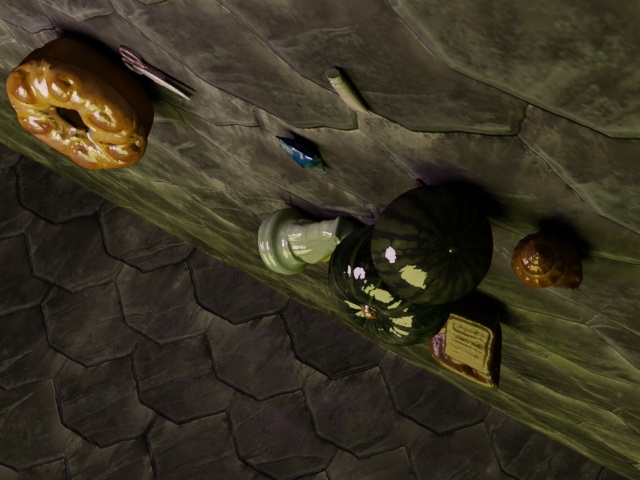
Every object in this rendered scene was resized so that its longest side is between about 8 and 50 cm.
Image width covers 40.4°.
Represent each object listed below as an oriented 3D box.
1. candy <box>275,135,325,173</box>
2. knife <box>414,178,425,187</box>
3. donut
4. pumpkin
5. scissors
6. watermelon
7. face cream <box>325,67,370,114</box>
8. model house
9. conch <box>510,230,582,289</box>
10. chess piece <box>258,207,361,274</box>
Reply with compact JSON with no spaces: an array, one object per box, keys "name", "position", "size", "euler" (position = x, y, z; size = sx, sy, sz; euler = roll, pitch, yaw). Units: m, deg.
[{"name":"candy","position":[-0.037,-0.166,1.711],"size":[0.088,0.038,0.136],"euler":[30,178,16]},{"name":"knife","position":[0.210,-0.054,1.631],"size":[0.035,0.018,0.247],"euler":[27,168,27]},{"name":"donut","position":[-0.519,-0.291,1.891],"size":[0.299,0.150,0.317],"euler":[5,145,14]},{"name":"pumpkin","position":[0.158,0.091,1.901],"size":[0.300,0.207,0.300],"euler":[37,155,20]},{"name":"scissors","position":[-0.332,-0.333,1.753],"size":[0.176,0.022,0.085],"euler":[31,164,5]},{"name":"watermelon","position":[0.190,0.008,1.471],"size":[0.212,0.212,0.212],"euler":[28,169,6]},{"name":"face cream","position":[0.041,-0.223,1.315],"size":[0.038,0.020,0.115],"euler":[21,169,33]},{"name":"model house","position":[0.332,0.217,2.108],"size":[0.268,0.173,0.239],"euler":[23,168,20]},{"name":"conch","position":[0.384,0.033,1.446],"size":[0.109,0.093,0.330],"euler":[6,180,22]},{"name":"chess piece","position":[0.000,0.000,2.128],"size":[0.298,0.176,0.176],"euler":[-2,149,45]}]
